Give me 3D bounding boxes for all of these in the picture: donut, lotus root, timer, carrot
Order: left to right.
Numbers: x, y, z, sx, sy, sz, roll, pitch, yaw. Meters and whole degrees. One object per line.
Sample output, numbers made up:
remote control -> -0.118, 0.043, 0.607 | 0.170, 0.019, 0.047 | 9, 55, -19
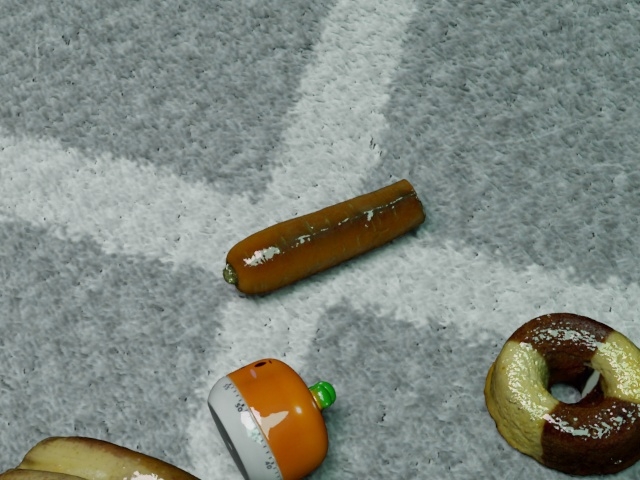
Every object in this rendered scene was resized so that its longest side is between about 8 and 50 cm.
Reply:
lotus root -> -0.187, 0.289, 1.635 | 0.291, 0.193, 0.193 | 19, 66, 11
timer -> -0.040, 0.177, 1.726 | 0.136, 0.099, 0.136 | 0, 76, 0
carrot -> 0.000, 0.000, 1.830 | 0.225, 0.067, 0.067 | -21, 65, -10
donut -> 0.260, 0.151, 1.747 | 0.184, 0.073, 0.166 | 35, 73, 18
